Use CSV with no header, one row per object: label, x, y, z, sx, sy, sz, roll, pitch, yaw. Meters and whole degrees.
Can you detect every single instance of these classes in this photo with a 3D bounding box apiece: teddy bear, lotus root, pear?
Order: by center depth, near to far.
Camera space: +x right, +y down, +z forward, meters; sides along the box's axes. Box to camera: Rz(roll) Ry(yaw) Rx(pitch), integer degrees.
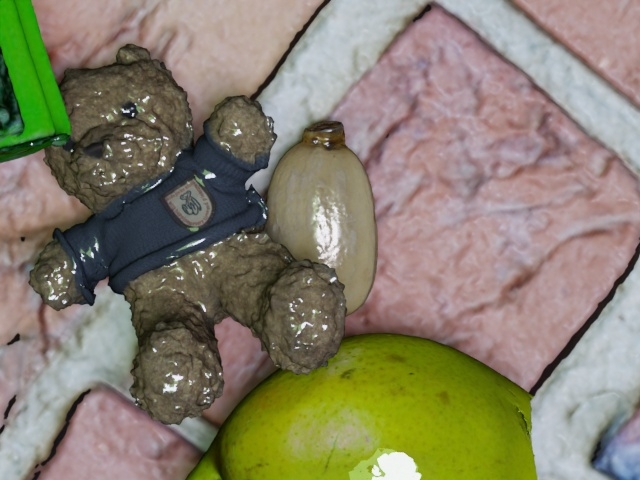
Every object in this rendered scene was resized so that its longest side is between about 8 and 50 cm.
pear,0.024,0.149,1.022,0.220,0.187,0.187,1,96,-3
teddy bear,-0.090,0.002,1.031,0.182,0.129,0.251,-29,68,0
lotus root,0.000,0.000,1.064,0.073,0.062,0.150,-1,95,0

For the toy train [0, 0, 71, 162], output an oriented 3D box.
toy train,-0.267,-0.074,0.970,0.243,0.188,0.132,-18,92,-35
